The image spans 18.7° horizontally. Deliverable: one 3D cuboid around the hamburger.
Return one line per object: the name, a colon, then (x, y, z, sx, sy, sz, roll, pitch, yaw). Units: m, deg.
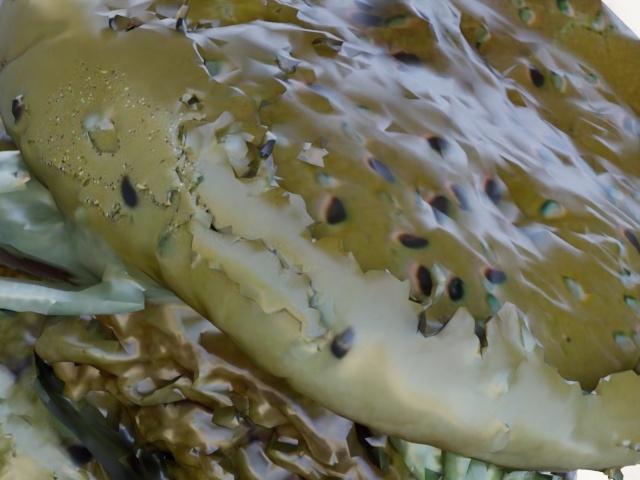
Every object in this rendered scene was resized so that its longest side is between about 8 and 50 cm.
hamburger: (0.000, 0.000, 0.385, 0.185, 0.113, 0.177, 2, 49, -49)
